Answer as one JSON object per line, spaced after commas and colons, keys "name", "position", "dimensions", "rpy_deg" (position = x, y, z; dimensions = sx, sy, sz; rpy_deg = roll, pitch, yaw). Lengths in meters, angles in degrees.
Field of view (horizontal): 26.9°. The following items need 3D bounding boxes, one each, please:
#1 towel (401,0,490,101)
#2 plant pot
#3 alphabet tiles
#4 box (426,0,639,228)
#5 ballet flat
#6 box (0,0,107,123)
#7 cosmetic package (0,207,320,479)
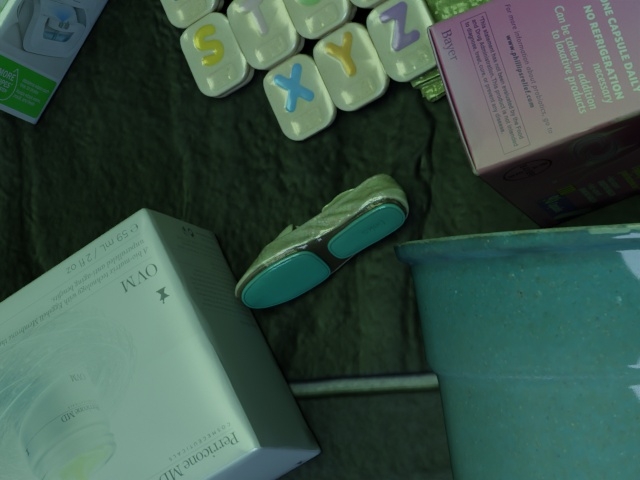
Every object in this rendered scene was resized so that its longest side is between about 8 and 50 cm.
{"name": "towel", "position": [0.111, -0.200, 1.127], "dimensions": [0.110, 0.027, 0.148], "rpy_deg": [-21, 75, 18]}
{"name": "plant pot", "position": [0.229, 0.159, 0.874], "dimensions": [0.341, 0.341, 0.334], "rpy_deg": [-5, 87, 21]}
{"name": "alphabet tiles", "position": [-0.017, -0.241, 1.146], "dimensions": [0.284, 0.021, 0.278], "rpy_deg": [-26, 82, 29]}
{"name": "box", "position": [0.232, -0.118, 0.964], "dimensions": [0.243, 0.213, 0.117], "rpy_deg": [-21, 73, 16]}
{"name": "ballet flat", "position": [0.000, 0.000, 1.131], "dimensions": [0.168, 0.057, 0.052], "rpy_deg": [-30, 44, 11]}
{"name": "box", "position": [-0.334, -0.279, 1.262], "dimensions": [0.262, 0.127, 0.231], "rpy_deg": [31, 92, 23]}
{"name": "cosmetic package", "position": [-0.160, 0.132, 1.118], "dimensions": [0.224, 0.138, 0.224], "rpy_deg": [-33, 72, 14]}
